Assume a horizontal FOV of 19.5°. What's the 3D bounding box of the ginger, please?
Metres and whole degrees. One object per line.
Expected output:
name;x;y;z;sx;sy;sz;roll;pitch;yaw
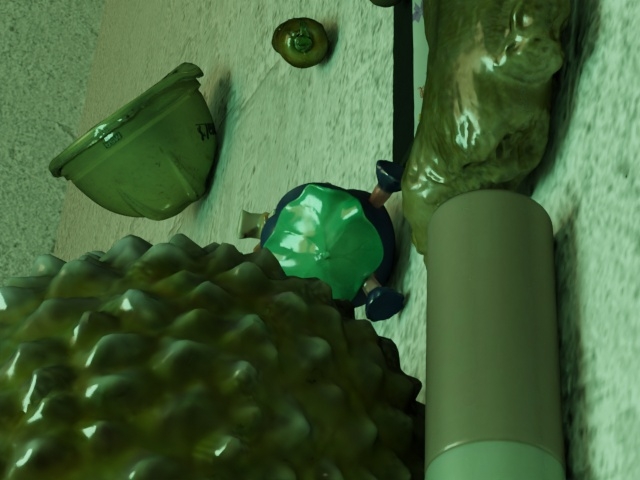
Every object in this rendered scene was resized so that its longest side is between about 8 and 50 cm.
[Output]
ginger;0.101;-0.144;1.101;0.166;0.080;0.333;-16;64;61

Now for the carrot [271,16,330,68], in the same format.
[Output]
carrot;-0.027;-0.187;1.750;0.254;0.049;0.049;-141;66;-80

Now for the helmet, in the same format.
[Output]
helmet;-0.188;-0.095;2.111;0.204;0.137;0.257;-34;8;13

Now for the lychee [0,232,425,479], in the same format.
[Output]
lychee;-0.117;0.202;1.019;0.432;0.380;0.380;-52;17;6

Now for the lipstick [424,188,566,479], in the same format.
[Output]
lipstick;0.088;0.092;0.940;0.070;0.070;0.254;119;160;-48

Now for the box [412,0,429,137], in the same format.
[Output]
box;0.084;-0.124;1.206;0.050;0.036;0.117;139;135;-64

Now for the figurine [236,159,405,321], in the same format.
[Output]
figurine;0.000;0.000;1.334;0.195;0.102;0.111;177;94;-79

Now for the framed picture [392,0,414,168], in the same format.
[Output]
framed picture;0.098;-0.239;1.352;0.244;0.013;0.323;120;159;-49

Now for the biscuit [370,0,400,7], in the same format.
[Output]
biscuit;0.037;-0.280;1.466;0.208;0.047;0.164;-135;61;-64
